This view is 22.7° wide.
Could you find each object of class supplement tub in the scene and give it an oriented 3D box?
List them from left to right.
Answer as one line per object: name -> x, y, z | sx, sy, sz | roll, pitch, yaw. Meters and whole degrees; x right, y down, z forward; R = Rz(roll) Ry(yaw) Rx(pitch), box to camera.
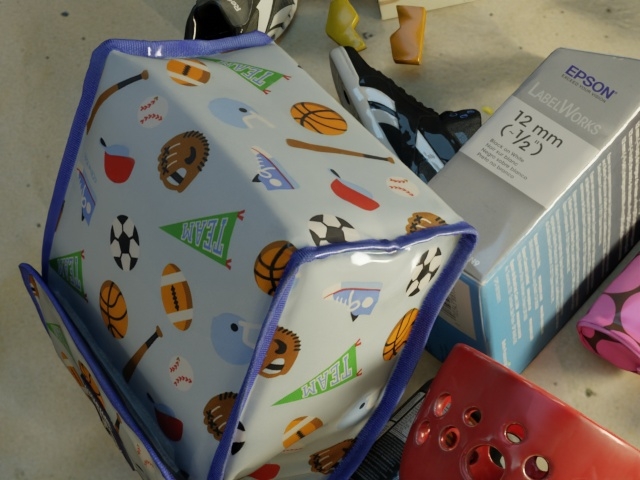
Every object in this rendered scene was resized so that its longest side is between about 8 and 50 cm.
supplement tub -> 0.101, 0.205, 1.463 | 0.190, 0.117, 0.117 | -41, 62, -14

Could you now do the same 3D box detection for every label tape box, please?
label tape box -> 0.228, -0.048, 1.507 | 0.115, 0.249, 0.348 | 34, 71, 25

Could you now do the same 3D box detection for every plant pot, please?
plant pot -> 0.149, 0.202, 1.318 | 0.191, 0.191, 0.174 | 32, 86, 24

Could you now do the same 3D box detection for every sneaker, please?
sneaker -> -0.090, -0.248, 1.758 | 0.078, 0.106, 0.234 | 20, 66, 19
sneaker -> 0.102, -0.129, 1.681 | 0.121, 0.079, 0.217 | -24, 68, -8

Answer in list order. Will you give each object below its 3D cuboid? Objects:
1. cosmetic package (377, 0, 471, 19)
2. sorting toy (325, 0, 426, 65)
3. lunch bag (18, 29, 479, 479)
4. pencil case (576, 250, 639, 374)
cosmetic package -> 0.117, -0.291, 1.784 | 0.115, 0.041, 0.060 | -13, 60, 2
sorting toy -> 0.055, -0.347, 1.763 | 0.229, 0.041, 0.307 | 6, 83, 11
lunch bag -> -0.096, 0.063, 1.395 | 0.239, 0.385, 0.328 | -7, 43, -38
pencil case -> 0.343, 0.041, 1.533 | 0.098, 0.095, 0.209 | 41, 76, 11
